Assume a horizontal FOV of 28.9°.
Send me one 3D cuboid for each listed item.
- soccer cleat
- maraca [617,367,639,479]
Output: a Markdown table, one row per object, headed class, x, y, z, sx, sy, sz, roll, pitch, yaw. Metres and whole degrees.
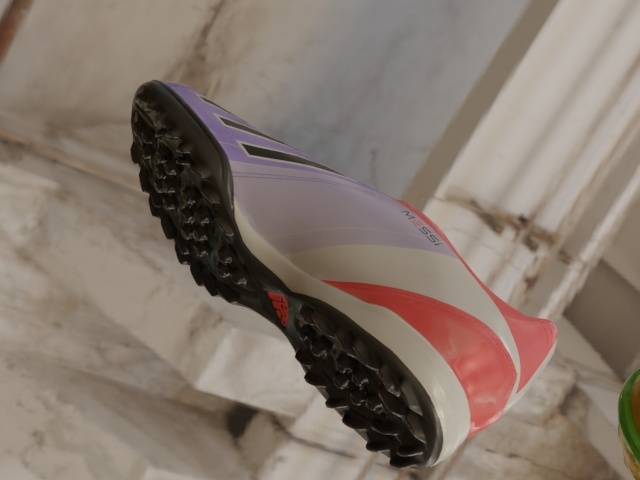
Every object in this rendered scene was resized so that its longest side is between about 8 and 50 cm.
| class | x | y | z | sx | sy | sz | roll | pitch | yaw |
| --- | --- | --- | --- | --- | --- | --- | --- | --- | --- |
| soccer cleat | 0.000 | 0.000 | 0.755 | 0.318 | 0.116 | 0.108 | 43 | -35 | 31 |
| maraca | 0.270 | 0.126 | 0.834 | 0.127 | 0.186 | 0.099 | 50 | -49 | 21 |
